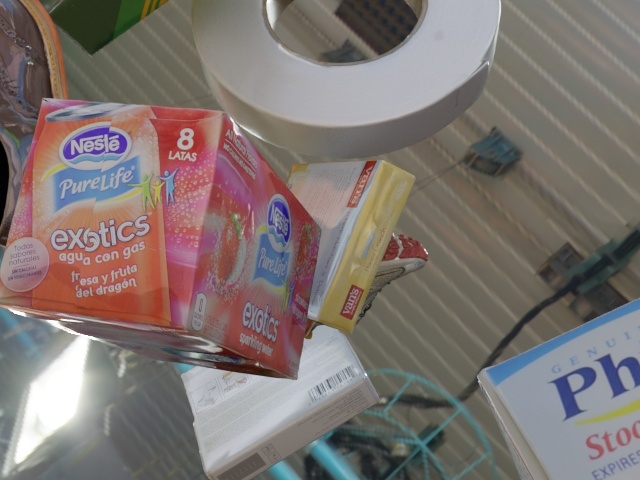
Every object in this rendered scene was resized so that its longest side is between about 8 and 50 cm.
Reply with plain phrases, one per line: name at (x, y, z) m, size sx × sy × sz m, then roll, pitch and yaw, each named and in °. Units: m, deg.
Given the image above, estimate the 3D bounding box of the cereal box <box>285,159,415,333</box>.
cereal box at (0.000, 0.000, 1.018) m, size 0.240 × 0.047 × 0.173 m, roll 10°, pitch -104°, yaw 66°

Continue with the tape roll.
tape roll at (0.033, -0.280, 1.191) m, size 0.392 × 0.392 × 0.072 m, roll 36°, pitch -21°, yaw 21°

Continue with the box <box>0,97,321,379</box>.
box at (-0.106, 0.014, 0.748) m, size 0.142 × 0.300 × 0.154 m, roll 6°, pitch -104°, yaw 14°

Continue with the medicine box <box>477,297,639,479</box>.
medicine box at (0.259, 0.142, 0.498) m, size 0.289 × 0.264 × 0.149 m, roll 62°, pitch 3°, yaw -42°

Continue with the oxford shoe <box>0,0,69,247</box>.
oxford shoe at (-0.324, -0.147, 0.905) m, size 0.130 × 0.133 × 0.363 m, roll -46°, pitch -113°, yaw 32°

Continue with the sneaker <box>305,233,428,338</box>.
sneaker at (0.046, 0.061, 1.263) m, size 0.225 × 0.088 × 0.092 m, roll -25°, pitch -73°, yaw 24°

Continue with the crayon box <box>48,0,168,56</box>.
crayon box at (-0.182, -0.376, 1.149) m, size 0.319 × 0.202 × 0.081 m, roll -23°, pitch -53°, yaw 37°

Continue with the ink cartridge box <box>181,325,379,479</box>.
ink cartridge box at (-0.076, 0.250, 1.586) m, size 0.066 × 0.296 × 0.261 m, roll 59°, pitch 0°, yaw -33°
